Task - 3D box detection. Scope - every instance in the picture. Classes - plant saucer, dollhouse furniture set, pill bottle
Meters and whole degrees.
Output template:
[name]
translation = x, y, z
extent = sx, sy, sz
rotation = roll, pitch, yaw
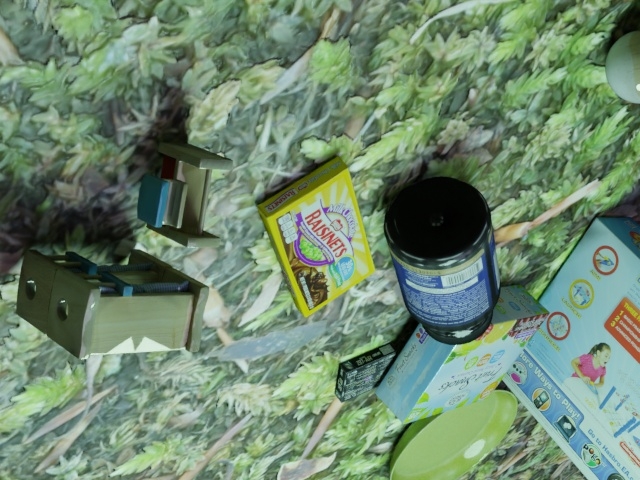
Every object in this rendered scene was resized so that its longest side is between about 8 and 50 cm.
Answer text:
[plant saucer]
translation = 0.200, 0.307, 1.827
extent = 0.241, 0.037, 0.241
rotation = -24, 144, -19
[dollhouse furniture set]
translation = -0.184, -0.002, 1.078
extent = 0.129, 0.129, 0.183
rotation = 1, 106, -42
[pill bottle]
translation = 0.151, 0.033, 1.394
extent = 0.123, 0.123, 0.219
rotation = -32, 145, -9

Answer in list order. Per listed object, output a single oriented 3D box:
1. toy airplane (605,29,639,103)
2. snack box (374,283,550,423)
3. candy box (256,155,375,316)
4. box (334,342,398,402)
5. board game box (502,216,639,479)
[toy airplane]
translation = 0.440, -0.169, 1.298
extent = 0.384, 0.273, 0.385
rotation = -10, 105, -52
[snack box]
translation = 0.195, 0.153, 1.603
extent = 0.207, 0.070, 0.174
rotation = -4, 133, -47
[candy box]
translation = 0.000, 0.000, 1.304
extent = 0.105, 0.027, 0.206
rotation = -35, 146, -11
[box]
translation = 0.061, 0.177, 1.569
extent = 0.083, 0.018, 0.067
rotation = -21, 142, -24
[board game box]
translation = 0.431, 0.176, 1.650
extent = 0.086, 0.308, 0.302
rotation = -2, 132, -42
